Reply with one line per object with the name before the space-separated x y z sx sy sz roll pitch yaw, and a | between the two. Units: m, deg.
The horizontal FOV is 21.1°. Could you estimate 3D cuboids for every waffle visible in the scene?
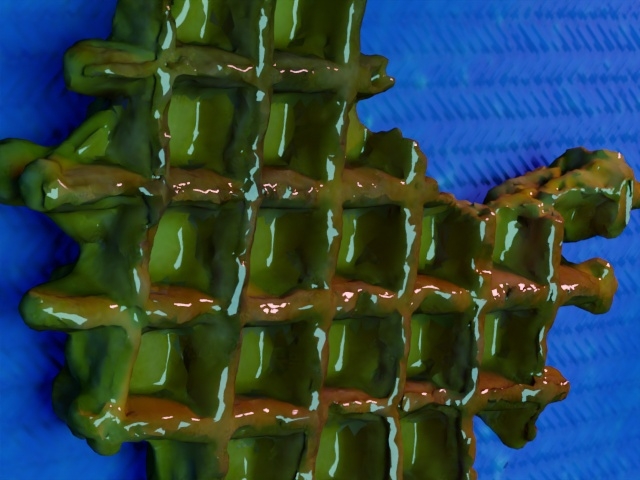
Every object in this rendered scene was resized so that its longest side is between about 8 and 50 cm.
waffle | 0.000 0.000 0.671 0.260 0.069 0.293 -54 126 -18
